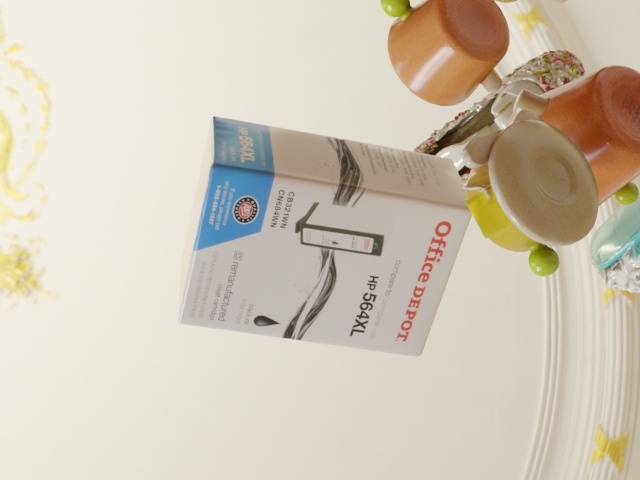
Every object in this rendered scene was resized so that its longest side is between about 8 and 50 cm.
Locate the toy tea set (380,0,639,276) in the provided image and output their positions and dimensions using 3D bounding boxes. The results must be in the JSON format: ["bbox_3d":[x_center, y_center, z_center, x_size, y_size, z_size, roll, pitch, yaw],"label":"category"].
[{"bbox_3d":[0.107,-0.137,0.704,0.200,0.124,0.336,-21,-98,-34],"label":"toy tea set"}]

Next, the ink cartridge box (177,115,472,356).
[{"bbox_3d":[0.000,0.000,0.776,0.203,0.148,0.086,9,-150,-12],"label":"ink cartridge box"}]

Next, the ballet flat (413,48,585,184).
[{"bbox_3d":[0.196,-0.123,1.113,0.241,0.077,0.091,-39,-90,27],"label":"ballet flat"}]

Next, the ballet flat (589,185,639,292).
[{"bbox_3d":[0.431,-0.074,0.990,0.147,0.409,0.147,12,-128,-16],"label":"ballet flat"}]
